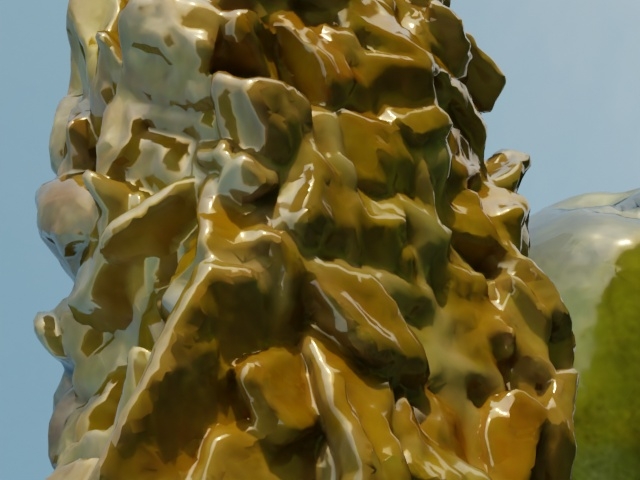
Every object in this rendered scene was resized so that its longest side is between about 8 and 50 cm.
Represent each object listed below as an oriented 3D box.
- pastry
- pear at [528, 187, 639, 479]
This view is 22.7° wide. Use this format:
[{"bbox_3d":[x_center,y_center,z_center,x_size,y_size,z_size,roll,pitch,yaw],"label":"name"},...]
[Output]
[{"bbox_3d":[0.000,0.000,0.412,0.154,0.102,0.250,25,-135,-27],"label":"pastry"},{"bbox_3d":[0.174,0.163,0.912,0.352,0.352,0.413,-24,-44,-46],"label":"pear"}]
